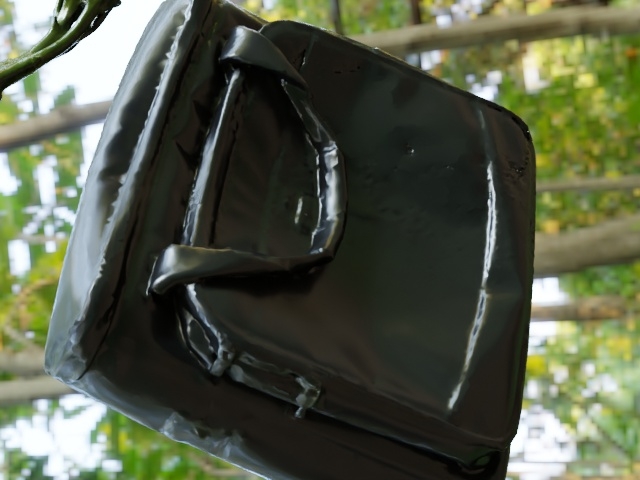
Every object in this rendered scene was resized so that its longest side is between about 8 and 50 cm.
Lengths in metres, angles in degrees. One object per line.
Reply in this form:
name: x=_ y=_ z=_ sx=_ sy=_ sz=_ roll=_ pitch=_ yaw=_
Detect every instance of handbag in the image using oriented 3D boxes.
handbag: x=0.000 y=0.000 z=0.855 sx=0.244 sy=0.088 sz=0.275 roll=25 pitch=-132 yaw=-13

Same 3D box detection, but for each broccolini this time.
broccolini: x=-0.141 y=-0.088 z=0.788 sx=0.194 sy=0.054 sz=0.052 roll=-52 pitch=-40 yaw=-36
